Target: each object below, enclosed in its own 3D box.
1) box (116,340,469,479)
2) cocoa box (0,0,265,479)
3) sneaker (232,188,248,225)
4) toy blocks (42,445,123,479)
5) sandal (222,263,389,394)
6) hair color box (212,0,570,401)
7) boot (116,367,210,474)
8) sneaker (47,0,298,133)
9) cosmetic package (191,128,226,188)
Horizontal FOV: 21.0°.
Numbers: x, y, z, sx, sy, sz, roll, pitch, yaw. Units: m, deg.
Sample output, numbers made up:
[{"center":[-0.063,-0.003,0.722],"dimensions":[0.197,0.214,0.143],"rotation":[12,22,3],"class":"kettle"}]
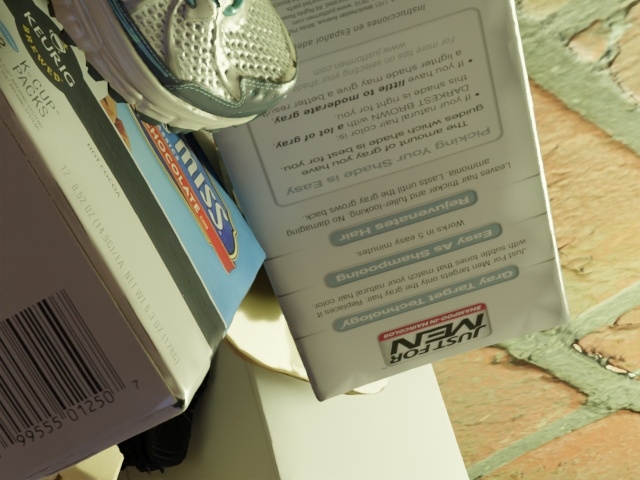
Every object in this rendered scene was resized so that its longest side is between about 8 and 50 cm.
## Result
[{"center":[-0.067,0.237,1.515],"dimensions":[0.215,0.168,0.345],"rotation":[11,139,-38],"class":"box"},{"center":[-0.245,0.025,0.955],"dimensions":[0.347,0.231,0.228],"rotation":[-27,-169,16],"class":"cocoa box"},{"center":[0.000,0.000,1.272],"dimensions":[0.071,0.068,0.170],"rotation":[-29,147,7],"class":"sneaker"},{"center":[-0.318,0.184,1.312],"dimensions":[0.260,0.309,0.288],"rotation":[30,120,-10],"class":"toy blocks"},{"center":[-0.047,0.067,1.341],"dimensions":[0.079,0.088,0.240],"rotation":[-9,152,40],"class":"sandal"},{"center":[0.035,-0.069,1.076],"dimensions":[0.185,0.113,0.374],"rotation":[-17,139,1],"class":"hair color box"},{"center":[-0.135,0.133,1.414],"dimensions":[0.045,0.121,0.099],"rotation":[16,167,-25],"class":"boot"},{"center":[-0.073,-0.151,0.782],"dimensions":[0.122,0.110,0.283],"rotation":[-19,141,23],"class":"sneaker"},{"center":[-0.177,-0.007,1.139],"dimensions":[0.239,0.099,0.060],"rotation":[-30,147,19],"class":"cosmetic package"}]
